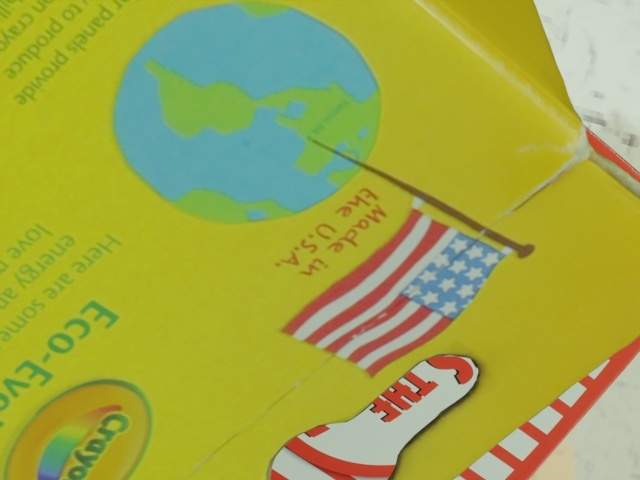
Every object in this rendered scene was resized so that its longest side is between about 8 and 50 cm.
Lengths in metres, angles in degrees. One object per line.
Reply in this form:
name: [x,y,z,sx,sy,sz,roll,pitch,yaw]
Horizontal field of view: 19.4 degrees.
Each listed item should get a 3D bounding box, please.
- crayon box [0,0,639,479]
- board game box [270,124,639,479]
crayon box: [-0.095,-0.035,0.380,0.202,0.081,0.318,-40,122,22]
board game box: [0.000,0.000,0.527,0.193,0.045,0.147,35,98,-29]
